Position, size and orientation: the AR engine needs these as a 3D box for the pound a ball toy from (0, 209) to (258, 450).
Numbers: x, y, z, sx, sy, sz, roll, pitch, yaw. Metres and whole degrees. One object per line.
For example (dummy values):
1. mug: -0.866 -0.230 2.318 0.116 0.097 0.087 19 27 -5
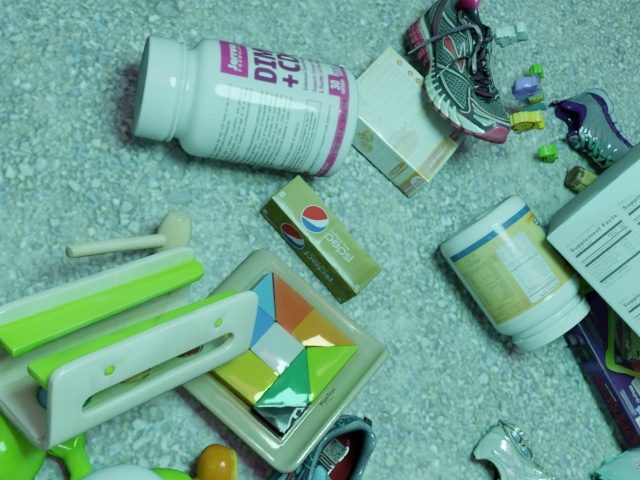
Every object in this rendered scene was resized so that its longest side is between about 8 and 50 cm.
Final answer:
1. pound a ball toy: -0.228 0.094 0.925 0.208 0.135 0.319 32 34 30

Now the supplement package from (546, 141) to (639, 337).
1. supplement package: 0.492 0.013 1.143 0.262 0.198 0.199 48 21 4

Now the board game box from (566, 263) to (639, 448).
1. board game box: 0.487 0.128 1.271 0.208 0.056 0.346 -20 75 -21

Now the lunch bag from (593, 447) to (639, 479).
1. lunch bag: 0.559 0.396 1.164 0.223 0.160 0.262 -22 56 -22

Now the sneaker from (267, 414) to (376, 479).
1. sneaker: -0.021 0.317 0.983 0.104 0.125 0.261 38 64 -7

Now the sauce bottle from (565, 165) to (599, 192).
1. sauce bottle: 0.478 -0.082 1.356 0.128 0.042 0.042 29 65 -14

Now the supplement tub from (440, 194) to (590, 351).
1. supplement tub: 0.289 0.049 1.181 0.144 0.144 0.199 -34 88 -27

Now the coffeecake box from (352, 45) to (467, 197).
1. coffeecake box: 0.122 -0.184 1.234 0.185 0.068 0.142 43 61 -4

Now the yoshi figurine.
1. yoshi figurine: -0.264 0.265 0.881 0.362 0.203 0.203 7 55 -17

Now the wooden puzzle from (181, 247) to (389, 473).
1. wooden puzzle: -0.061 0.144 1.034 0.239 0.044 0.221 38 62 12

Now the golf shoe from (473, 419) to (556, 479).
1. golf shoe: 0.288 0.346 1.141 0.086 0.069 0.176 -36 85 -7

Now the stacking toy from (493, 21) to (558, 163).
1. stacking toy: 0.334 -0.230 1.287 0.221 0.052 0.166 26 56 -63

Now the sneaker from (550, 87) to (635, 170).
1. sneaker: 0.474 -0.154 1.361 0.098 0.083 0.223 -15 64 -14

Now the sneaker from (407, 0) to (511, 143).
1. sneaker: 0.220 -0.270 1.219 0.121 0.112 0.299 14 46 -36

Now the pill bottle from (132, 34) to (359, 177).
1. pill bottle: -0.104 -0.185 1.093 0.283 0.160 0.160 8 71 -19

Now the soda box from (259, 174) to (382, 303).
1. soda box: 0.000 0.000 1.130 0.181 0.061 0.058 48 62 -1
